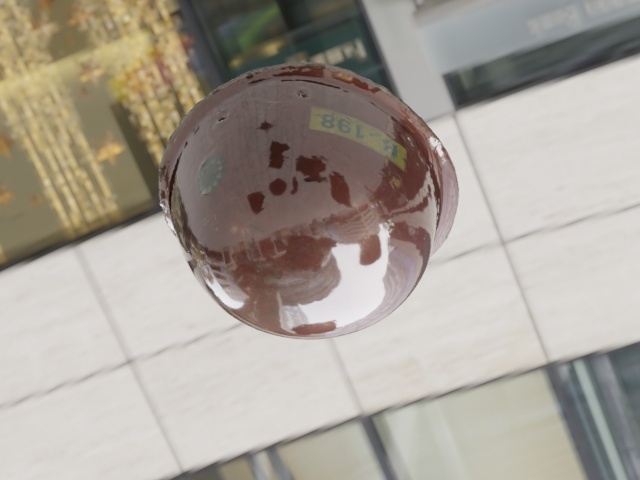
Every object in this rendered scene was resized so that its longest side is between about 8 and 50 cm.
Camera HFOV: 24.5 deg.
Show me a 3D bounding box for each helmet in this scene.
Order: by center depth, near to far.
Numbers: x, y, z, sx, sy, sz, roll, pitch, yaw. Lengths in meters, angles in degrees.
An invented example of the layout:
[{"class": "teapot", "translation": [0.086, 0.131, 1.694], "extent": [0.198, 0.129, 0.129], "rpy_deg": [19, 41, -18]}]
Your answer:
[{"class": "helmet", "translation": [0.000, 0.000, 0.800], "extent": [0.155, 0.175, 0.106], "rpy_deg": [-50, -151, 25]}]
